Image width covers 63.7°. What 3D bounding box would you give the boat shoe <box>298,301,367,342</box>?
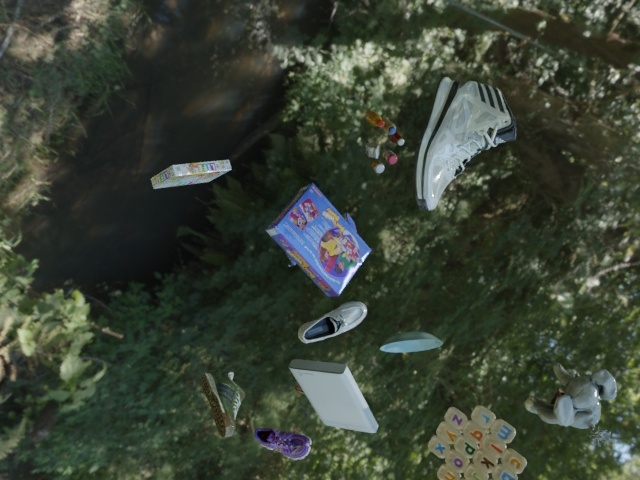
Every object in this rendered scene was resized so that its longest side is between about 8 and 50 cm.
[{"bbox_3d":[0.050,0.287,1.767,0.258,0.095,0.084,-27,-178,-11],"label":"boat shoe"}]

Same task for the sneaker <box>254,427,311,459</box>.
[{"bbox_3d":[-0.106,0.541,1.380,0.071,0.170,0.068,51,45,-52],"label":"sneaker"}]

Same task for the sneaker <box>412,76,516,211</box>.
[{"bbox_3d":[0.439,-0.286,1.544,0.169,0.258,0.447,42,63,-63],"label":"sneaker"}]

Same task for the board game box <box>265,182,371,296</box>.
[{"bbox_3d":[0.000,0.000,1.861,0.233,0.347,0.078,-51,-160,-28],"label":"board game box"}]

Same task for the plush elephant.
[{"bbox_3d":[0.960,0.585,1.952,0.272,0.330,0.255,-25,121,-9],"label":"plush elephant"}]

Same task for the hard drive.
[{"bbox_3d":[0.052,0.579,1.907,0.047,0.233,0.353,-58,134,-42],"label":"hard drive"}]

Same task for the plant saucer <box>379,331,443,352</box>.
[{"bbox_3d":[0.280,0.312,1.602,0.195,0.195,0.037,88,-1,-67],"label":"plant saucer"}]

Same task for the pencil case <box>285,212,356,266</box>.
[{"bbox_3d":[-0.005,-0.005,2.038,0.306,0.119,0.133,-22,-171,5],"label":"pencil case"}]

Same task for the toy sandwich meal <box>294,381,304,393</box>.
[{"bbox_3d":[-0.063,0.583,2.065,0.085,0.086,0.029,-31,125,-63],"label":"toy sandwich meal"}]

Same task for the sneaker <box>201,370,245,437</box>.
[{"bbox_3d":[-0.215,0.374,1.214,0.086,0.192,0.064,-2,119,-30],"label":"sneaker"}]

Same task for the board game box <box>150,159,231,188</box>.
[{"bbox_3d":[-0.300,-0.155,1.201,0.103,0.026,0.154,-16,180,45],"label":"board game box"}]

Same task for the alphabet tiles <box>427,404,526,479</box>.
[{"bbox_3d":[0.497,0.683,1.654,0.021,0.278,0.284,18,101,-58],"label":"alphabet tiles"}]

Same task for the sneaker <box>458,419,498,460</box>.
[{"bbox_3d":[0.564,0.721,1.889,0.099,0.262,0.121,-46,-157,-11],"label":"sneaker"}]

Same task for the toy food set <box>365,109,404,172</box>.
[{"bbox_3d":[0.228,-0.340,1.820,0.111,0.104,0.232,-13,123,-11],"label":"toy food set"}]
